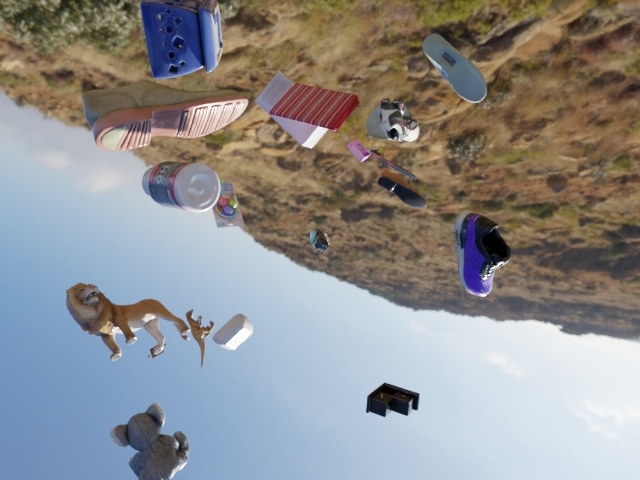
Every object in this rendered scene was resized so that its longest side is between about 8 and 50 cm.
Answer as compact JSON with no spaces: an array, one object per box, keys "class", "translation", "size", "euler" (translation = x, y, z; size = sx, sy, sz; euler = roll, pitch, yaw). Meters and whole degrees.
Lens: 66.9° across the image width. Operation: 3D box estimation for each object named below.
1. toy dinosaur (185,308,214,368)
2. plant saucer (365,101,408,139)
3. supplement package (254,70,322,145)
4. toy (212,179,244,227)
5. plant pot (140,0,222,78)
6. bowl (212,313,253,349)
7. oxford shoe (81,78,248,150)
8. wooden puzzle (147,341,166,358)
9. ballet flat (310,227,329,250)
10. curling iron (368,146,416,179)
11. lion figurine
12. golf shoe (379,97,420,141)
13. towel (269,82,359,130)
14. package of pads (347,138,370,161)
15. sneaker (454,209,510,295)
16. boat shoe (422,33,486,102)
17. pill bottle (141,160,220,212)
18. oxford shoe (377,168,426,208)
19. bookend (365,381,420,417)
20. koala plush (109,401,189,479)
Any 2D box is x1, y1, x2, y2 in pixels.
[{"class":"toy dinosaur","translation":[-0.440,0.347,1.771],"size":[0.064,0.211,0.112],"euler":[-13,-172,43]},{"class":"plant saucer","translation":[0.292,-0.509,2.095],"size":[0.195,0.195,0.037],"euler":[20,166,35]},{"class":"supplement package","translation":[-0.109,-0.573,2.144],"size":[0.293,0.175,0.177],"euler":[44,-167,5]},{"class":"toy","translation":[-0.433,-0.176,2.223],"size":[0.137,0.237,0.056],"euler":[-6,153,-34]},{"class":"plant pot","translation":[-0.440,-0.680,1.589],"size":[0.212,0.236,0.236],"euler":[-1,-143,-4]},{"class":"bowl","translation":[-0.311,0.342,1.763],"size":[0.053,0.142,0.142],"euler":[45,172,26]},{"class":"oxford shoe","translation":[-0.358,-0.331,1.159],"size":[0.397,0.146,0.140],"euler":[-20,165,-39]},{"class":"wooden puzzle","translation":[-0.633,0.427,1.877],"size":[0.049,0.083,0.006],"euler":[52,170,42]},{"class":"ballet flat","translation":[0.000,0.000,1.959],"size":[0.074,0.074,0.203],"euler":[19,-169,-11]},{"class":"curling iron","translation":[0.359,-0.384,2.403],"size":[0.274,0.035,0.068],"euler":[33,-133,8]},{"class":"lion figurine","translation":[-0.610,0.247,1.558],"size":[0.240,0.142,0.392],"euler":[47,-168,25]},{"class":"golf shoe","translation":[0.275,-0.404,1.742],"size":[0.105,0.120,0.273],"euler":[7,170,32]},{"class":"towel","translation":[-0.019,-0.479,1.734],"size":[0.275,0.199,0.031],"euler":[19,146,23]},{"class":"package of pads","translation":[0.144,-0.340,1.825],"size":[0.083,0.050,0.032],"euler":[49,141,4]},{"class":"sneaker","translation":[0.484,0.058,1.415],"size":[0.146,0.102,0.293],"euler":[22,139,51]},{"class":"boat shoe","translation":[0.371,-0.469,1.322],"size":[0.227,0.079,0.081],"euler":[50,-157,6]},{"class":"pill bottle","translation":[-0.529,-0.204,1.792],"size":[0.319,0.176,0.176],"euler":[11,175,44]},{"class":"oxford shoe","translation":[0.317,-0.199,1.825],"size":[0.212,0.076,0.076],"euler":[34,140,-12]},{"class":"bookend","translation":[0.282,0.634,1.889],"size":[0.156,0.072,0.157],"euler":[10,-169,33]},{"class":"koala plush","translation":[-0.546,0.649,1.557],"size":[0.196,0.221,0.203],"euler":[-26,-175,-18]}]
